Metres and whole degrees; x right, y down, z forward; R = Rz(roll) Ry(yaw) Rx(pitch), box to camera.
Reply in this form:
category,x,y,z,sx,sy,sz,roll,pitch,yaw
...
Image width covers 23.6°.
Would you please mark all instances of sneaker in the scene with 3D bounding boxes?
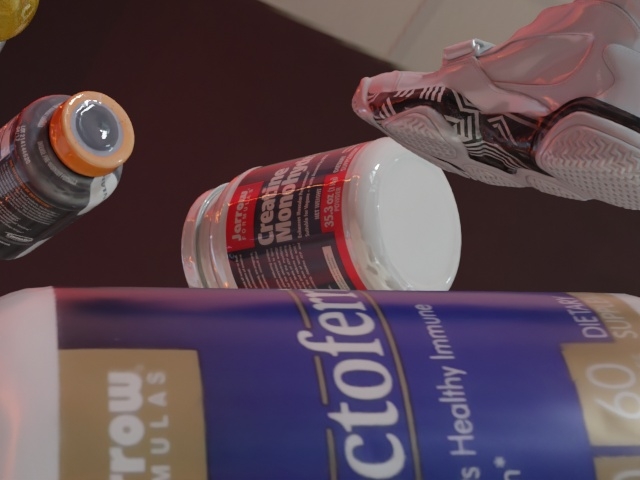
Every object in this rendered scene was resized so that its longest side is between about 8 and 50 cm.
category,x,y,z,sx,sy,sz,roll,pitch,yaw
sneaker,0.201,-0.159,1.394,0.366,0.210,0.137,15,-10,44

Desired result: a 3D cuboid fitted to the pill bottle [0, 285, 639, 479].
category,x,y,z,sx,sy,sz,roll,pitch,yaw
pill bottle,-0.028,0.089,0.431,0.264,0.153,0.153,1,-36,-12

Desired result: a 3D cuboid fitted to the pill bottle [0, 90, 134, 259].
category,x,y,z,sx,sy,sz,roll,pitch,yaw
pill bottle,-0.301,-0.076,1.666,0.130,0.130,0.245,37,-39,-22

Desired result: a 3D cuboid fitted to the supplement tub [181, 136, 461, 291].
category,x,y,z,sx,sy,sz,roll,pitch,yaw
supplement tub,0.000,0.000,1.698,0.272,0.191,0.191,-11,-47,37

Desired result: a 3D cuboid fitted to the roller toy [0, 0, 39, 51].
category,x,y,z,sx,sy,sz,roll,pitch,yaw
roller toy,-0.256,-0.120,0.760,0.191,0.146,0.209,34,-39,-17
